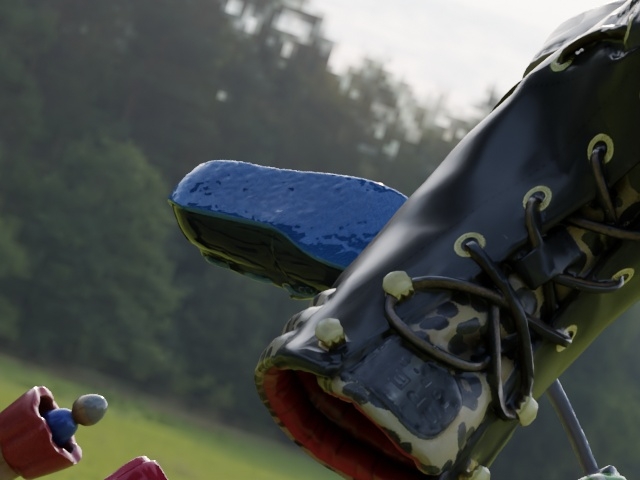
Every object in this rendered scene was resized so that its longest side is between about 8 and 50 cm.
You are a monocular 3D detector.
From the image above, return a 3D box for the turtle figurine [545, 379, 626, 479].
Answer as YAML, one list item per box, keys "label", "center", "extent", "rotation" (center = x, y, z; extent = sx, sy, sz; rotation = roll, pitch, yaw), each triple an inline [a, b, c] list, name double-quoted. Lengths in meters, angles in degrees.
- label: "turtle figurine"
  center: [0.183, 0.202, 1.115]
  extent: [0.266, 0.198, 0.275]
  rotation: [22, 33, 11]

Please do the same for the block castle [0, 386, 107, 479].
- label: "block castle"
  center: [-0.297, 0.226, 1.673]
  extent: [0.303, 0.212, 0.453]
  rotation: [62, 6, 25]

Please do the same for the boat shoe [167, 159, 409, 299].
- label: "boat shoe"
  center: [0.000, 0.000, 1.541]
  extent: [0.258, 0.109, 0.089]
  rotation: [22, -37, 40]

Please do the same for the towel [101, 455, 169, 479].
- label: "towel"
  center: [-0.088, 0.248, 0.840]
  extent: [0.275, 0.198, 0.031]
  rotation: [56, -18, 16]

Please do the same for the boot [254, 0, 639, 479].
- label: "boot"
  center: [0.123, -0.006, 0.929]
  extent: [0.138, 0.284, 0.377]
  rotation: [47, -16, -11]
